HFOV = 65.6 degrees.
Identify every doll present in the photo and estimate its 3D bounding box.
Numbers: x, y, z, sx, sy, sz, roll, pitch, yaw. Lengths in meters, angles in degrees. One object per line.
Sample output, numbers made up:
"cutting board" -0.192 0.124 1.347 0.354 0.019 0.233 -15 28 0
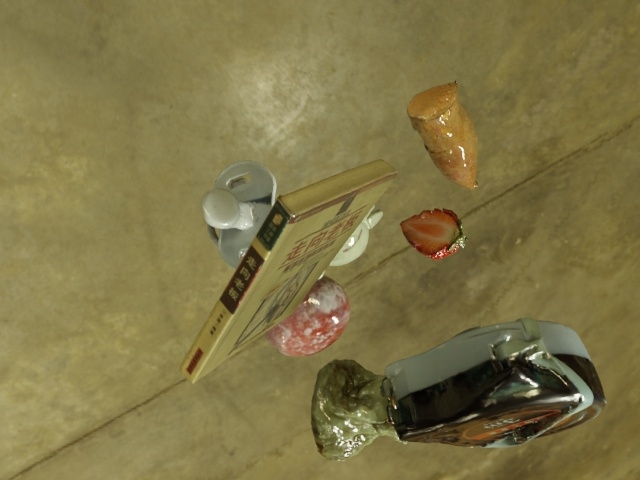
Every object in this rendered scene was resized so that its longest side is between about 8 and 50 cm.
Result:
"doll" -0.003 0.012 0.978 0.275 0.113 0.155 -22 139 28

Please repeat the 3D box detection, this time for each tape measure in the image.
"tape measure" 0.188 0.151 0.518 0.181 0.107 0.182 24 134 -38

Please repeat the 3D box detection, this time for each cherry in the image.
"cherry" -0.061 0.186 1.293 0.286 0.212 0.236 -24 140 20

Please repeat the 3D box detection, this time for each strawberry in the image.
"strawberry" 0.295 -0.012 1.315 0.146 0.187 0.082 -53 140 -25

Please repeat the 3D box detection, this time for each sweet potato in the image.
"sweet potato" 0.316 -0.234 1.195 0.131 0.131 0.337 -41 139 6

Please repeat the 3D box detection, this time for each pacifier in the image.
"pacifier" -0.211 -0.057 1.178 0.228 0.278 0.207 -15 171 22

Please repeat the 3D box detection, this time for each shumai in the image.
"shumai" 0.165 0.596 1.736 0.324 0.324 0.397 -4 128 25

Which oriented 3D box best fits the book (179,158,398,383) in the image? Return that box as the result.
"book" -0.032 0.029 0.462 0.161 0.026 0.231 -29 159 -51
